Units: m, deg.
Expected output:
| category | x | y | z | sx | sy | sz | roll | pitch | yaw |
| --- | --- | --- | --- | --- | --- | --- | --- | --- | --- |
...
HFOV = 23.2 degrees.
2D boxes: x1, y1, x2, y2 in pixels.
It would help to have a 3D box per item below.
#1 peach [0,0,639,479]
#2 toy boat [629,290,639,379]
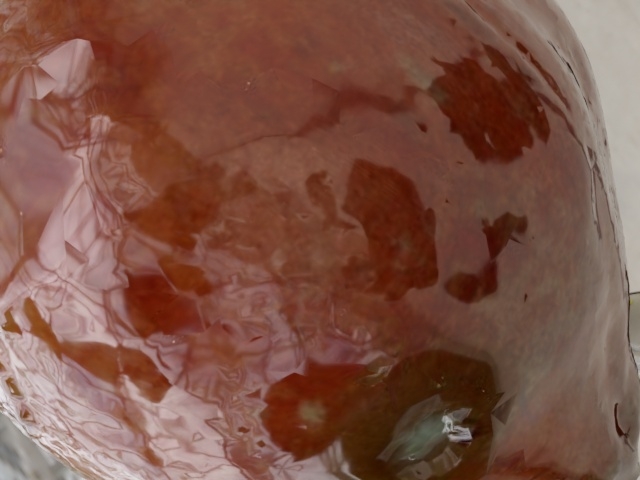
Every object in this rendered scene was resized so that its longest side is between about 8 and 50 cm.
| category | x | y | z | sx | sy | sz | roll | pitch | yaw |
| --- | --- | --- | --- | --- | --- | --- | --- | --- | --- |
| peach | 0.000 | 0.000 | 0.512 | 0.257 | 0.232 | 0.232 | 31 | 170 | 9 |
| toy boat | 0.221 | 0.059 | 0.960 | 0.066 | 0.210 | 0.084 | 51 | -139 | -51 |
